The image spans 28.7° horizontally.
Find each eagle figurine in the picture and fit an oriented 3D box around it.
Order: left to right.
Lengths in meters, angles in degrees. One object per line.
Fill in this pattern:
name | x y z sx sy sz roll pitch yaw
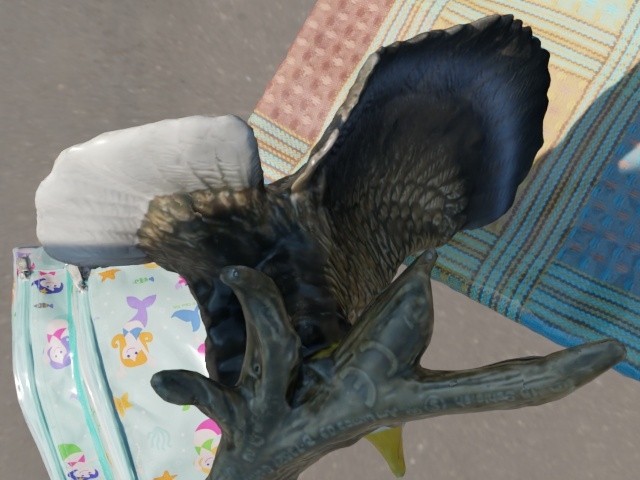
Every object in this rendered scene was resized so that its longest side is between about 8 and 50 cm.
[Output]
eagle figurine | 0.001 0.010 0.594 0.226 0.298 0.225 10 121 0

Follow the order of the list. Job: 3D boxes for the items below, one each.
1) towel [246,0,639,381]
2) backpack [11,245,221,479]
towel | 0.145 -0.086 0.792 0.370 0.040 0.271 26 82 25
backpack | -0.136 0.102 0.971 0.191 0.253 0.225 -17 128 -11
